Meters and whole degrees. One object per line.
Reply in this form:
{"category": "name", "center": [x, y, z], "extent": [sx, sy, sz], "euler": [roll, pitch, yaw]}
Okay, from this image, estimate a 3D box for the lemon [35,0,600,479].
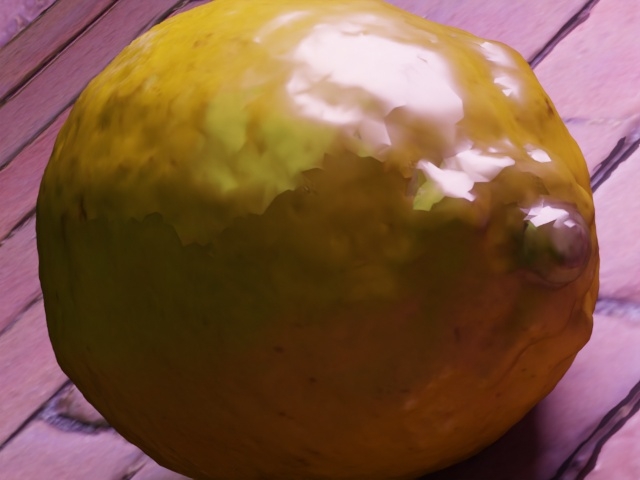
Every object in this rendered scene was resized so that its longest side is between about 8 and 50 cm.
{"category": "lemon", "center": [-0.005, 0.000, 1.011], "extent": [0.285, 0.285, 0.316], "euler": [-46, -6, -23]}
